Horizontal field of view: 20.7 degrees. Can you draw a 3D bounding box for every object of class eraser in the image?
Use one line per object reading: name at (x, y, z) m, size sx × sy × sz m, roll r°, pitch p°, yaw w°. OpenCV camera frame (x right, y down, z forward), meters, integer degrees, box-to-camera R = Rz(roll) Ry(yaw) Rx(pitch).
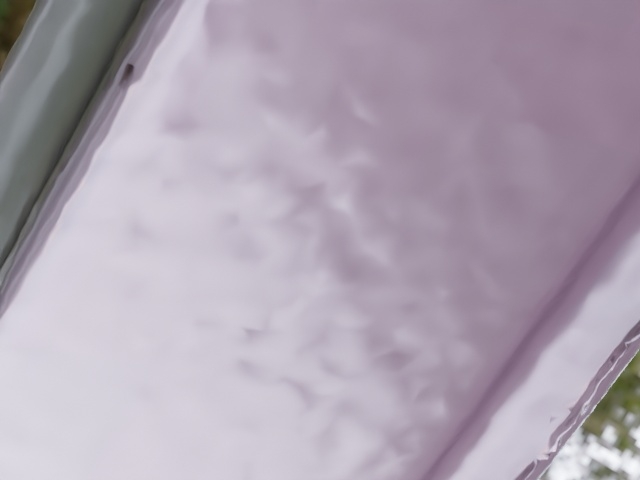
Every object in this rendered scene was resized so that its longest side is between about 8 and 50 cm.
eraser at (0.000, 0.000, 0.679) m, size 0.272 × 0.359 × 0.122 m, roll 14°, pitch -148°, yaw -28°
